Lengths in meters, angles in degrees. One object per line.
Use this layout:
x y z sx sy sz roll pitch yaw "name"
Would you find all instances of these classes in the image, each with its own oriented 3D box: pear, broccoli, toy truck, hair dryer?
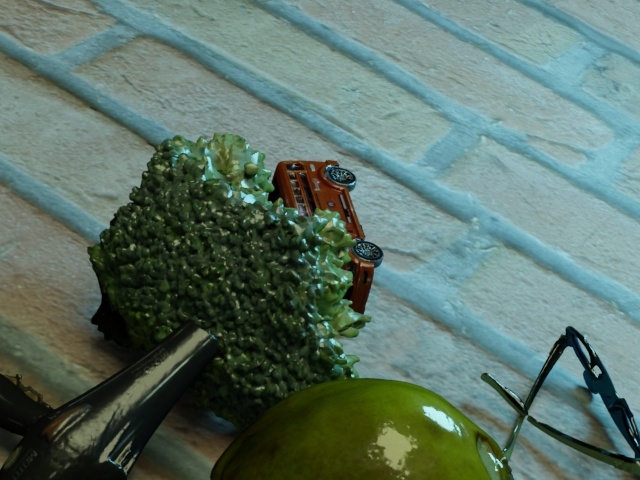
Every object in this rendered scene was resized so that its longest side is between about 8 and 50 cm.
0.044 0.266 1.643 0.321 0.269 0.269 -7 39 -4 "pear"
-0.106 0.043 1.864 0.338 0.277 0.317 22 15 -10 "broccoli"
0.000 0.000 2.094 0.114 0.108 0.253 5 36 -17 "toy truck"
-0.313 0.150 1.726 0.359 0.120 0.304 26 63 34 "hair dryer"

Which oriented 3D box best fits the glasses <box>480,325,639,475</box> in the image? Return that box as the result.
0.305 0.206 1.959 0.206 0.102 0.239 -1 40 -25 "glasses"
